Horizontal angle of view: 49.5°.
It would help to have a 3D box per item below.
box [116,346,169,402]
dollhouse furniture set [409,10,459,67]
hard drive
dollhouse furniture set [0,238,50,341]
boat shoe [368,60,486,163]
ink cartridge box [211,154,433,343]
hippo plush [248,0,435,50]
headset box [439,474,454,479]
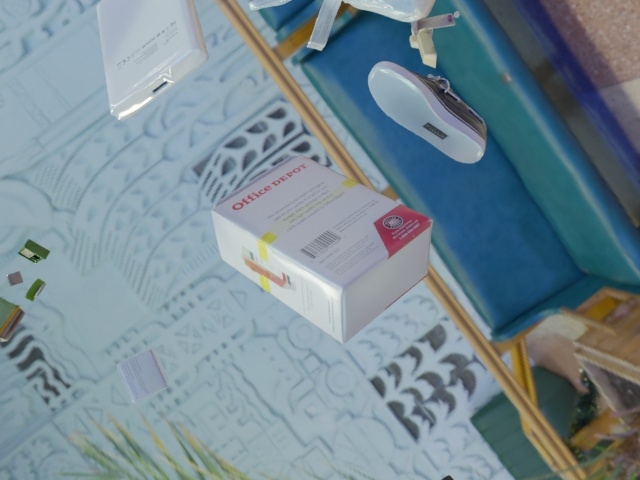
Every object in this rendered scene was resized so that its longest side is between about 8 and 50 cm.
[{"bbox_3d":[-0.414,0.313,1.627,0.102,0.087,0.101,65,169,1],"label":"box"},{"bbox_3d":[0.204,-0.336,1.180,0.091,0.081,0.114,80,180,-62],"label":"dollhouse furniture set"},{"bbox_3d":[-0.364,-0.443,1.463,0.047,0.233,0.353,36,-151,-51],"label":"hard drive"},{"bbox_3d":[-0.469,0.076,1.053,0.076,0.152,0.058,36,154,-23],"label":"dollhouse furniture set"},{"bbox_3d":[0.231,-0.285,1.434,0.306,0.105,0.113,30,149,-18],"label":"boat shoe"},{"bbox_3d":[0.000,0.000,1.475,0.384,0.279,0.160,31,141,34],"label":"ink cartridge box"},{"bbox_3d":[0.084,-0.444,1.058,0.234,0.294,0.237,32,-147,-6],"label":"hippo plush"},{"bbox_3d":[0.071,0.388,0.589,0.218,0.293,0.110,48,148,14],"label":"headset box"}]
